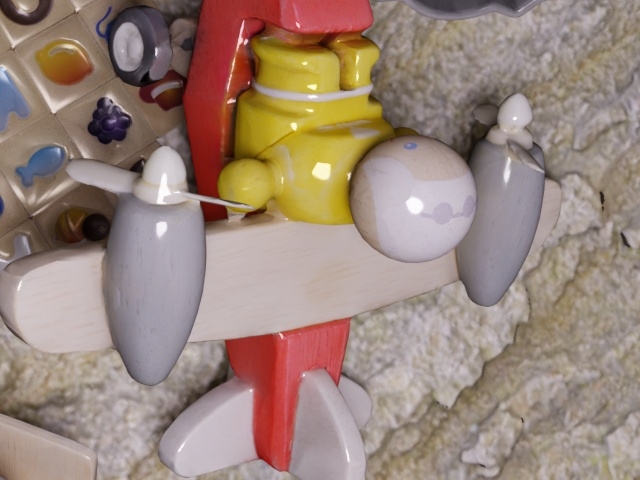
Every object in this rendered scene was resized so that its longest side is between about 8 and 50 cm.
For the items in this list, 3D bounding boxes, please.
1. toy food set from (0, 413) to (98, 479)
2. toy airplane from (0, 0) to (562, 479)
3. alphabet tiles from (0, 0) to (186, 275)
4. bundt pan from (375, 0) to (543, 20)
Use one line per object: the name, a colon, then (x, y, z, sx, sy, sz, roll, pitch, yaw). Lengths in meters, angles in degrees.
toy food set: (-0.306, 0.232, 1.121, 0.220, 0.092, 0.306, 19, 54, 9)
toy airplane: (0.000, 0.000, 1.216, 0.384, 0.272, 0.386, 45, 61, -30)
alphabet tiles: (-0.254, -0.128, 1.284, 0.285, 0.011, 0.342, -34, 97, -16)
bundt pan: (0.134, -0.329, 1.284, 0.331, 0.330, 0.124, -2, 46, -17)
